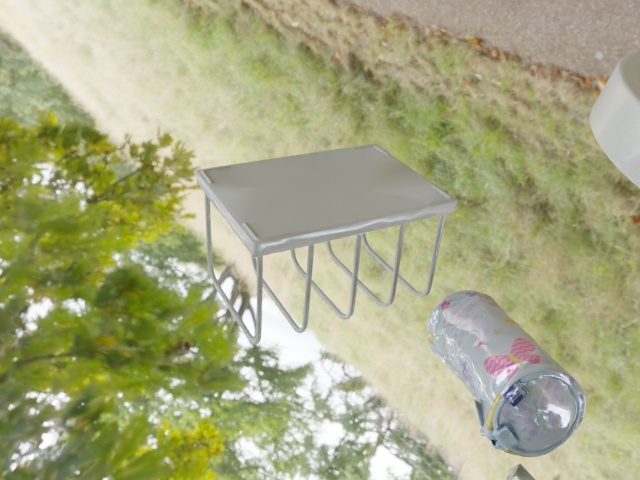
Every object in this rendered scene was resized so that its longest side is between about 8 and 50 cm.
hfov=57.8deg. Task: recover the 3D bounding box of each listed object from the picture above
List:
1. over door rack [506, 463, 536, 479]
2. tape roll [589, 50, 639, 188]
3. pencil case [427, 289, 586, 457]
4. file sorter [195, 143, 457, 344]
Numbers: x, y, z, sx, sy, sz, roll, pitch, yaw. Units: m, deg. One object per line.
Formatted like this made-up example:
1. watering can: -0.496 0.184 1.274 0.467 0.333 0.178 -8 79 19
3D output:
1. over door rack: 0.196 0.483 0.756 0.108 0.239 0.324 42 -144 -3
2. tape roll: 0.508 -0.097 0.658 0.392 0.072 0.392 10 -140 -8
3. pencil case: 0.233 0.165 0.776 0.113 0.124 0.273 38 -170 -16
4. file sorter: 0.000 0.000 0.777 0.278 0.173 0.193 -12 -145 -26
